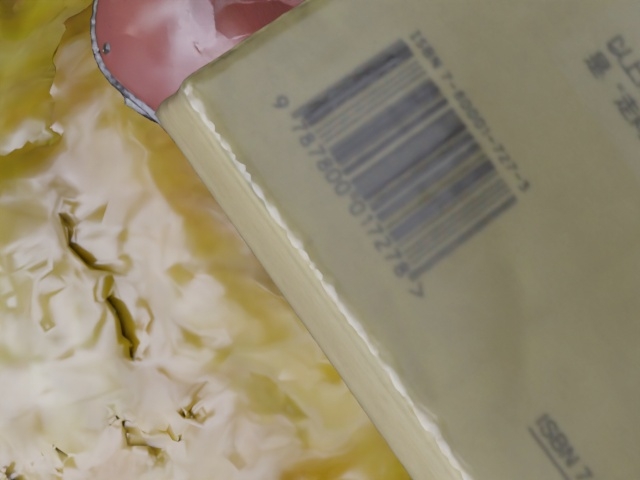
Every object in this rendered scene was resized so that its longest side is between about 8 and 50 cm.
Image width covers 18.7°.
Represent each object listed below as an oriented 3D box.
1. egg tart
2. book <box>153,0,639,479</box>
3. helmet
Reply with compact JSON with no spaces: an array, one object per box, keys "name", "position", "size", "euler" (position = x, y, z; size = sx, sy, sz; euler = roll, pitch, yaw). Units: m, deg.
[{"name":"egg tart","position":[0.000,0.000,0.761],"size":[0.443,0.443,0.178],"euler":[60,144,8]},{"name":"book","position":[0.100,-0.023,0.388],"size":[0.161,0.231,0.026],"euler":[54,155,1]},{"name":"helmet","position":[-0.013,-0.052,0.499],"size":[0.084,0.065,0.049],"euler":[33,143,-20]}]
